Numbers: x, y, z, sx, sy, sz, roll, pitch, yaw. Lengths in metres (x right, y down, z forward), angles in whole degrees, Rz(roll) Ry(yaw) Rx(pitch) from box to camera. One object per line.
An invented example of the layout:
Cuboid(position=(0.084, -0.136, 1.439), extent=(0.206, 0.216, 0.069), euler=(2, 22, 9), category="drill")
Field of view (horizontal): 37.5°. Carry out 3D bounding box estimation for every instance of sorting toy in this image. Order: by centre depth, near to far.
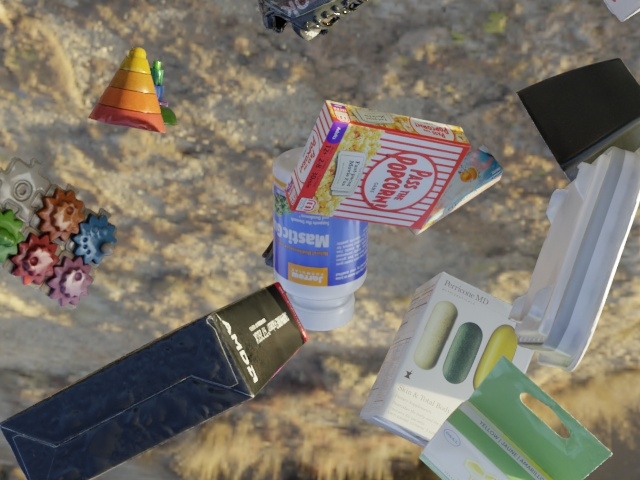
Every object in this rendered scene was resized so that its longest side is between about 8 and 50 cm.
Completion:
Cuboid(position=(-0.299, -0.261, 1.585), extent=(0.127, 0.126, 0.365), euler=(10, -170, -5), category="sorting toy")

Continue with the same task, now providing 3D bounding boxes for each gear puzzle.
Cuboid(position=(-0.446, -0.030, 1.445), extent=(0.044, 0.175, 0.339), euler=(14, 161, 39), category="gear puzzle")

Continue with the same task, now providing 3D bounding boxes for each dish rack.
Cuboid(position=(0.319, 0.021, 1.216), extent=(0.072, 0.285, 0.333), euler=(19, 176, 7), category="dish rack")

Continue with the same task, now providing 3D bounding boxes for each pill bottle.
Cuboid(position=(0.000, 0.000, 1.488), extent=(0.152, 0.152, 0.271), euler=(4, 115, 7), category="pill bottle")

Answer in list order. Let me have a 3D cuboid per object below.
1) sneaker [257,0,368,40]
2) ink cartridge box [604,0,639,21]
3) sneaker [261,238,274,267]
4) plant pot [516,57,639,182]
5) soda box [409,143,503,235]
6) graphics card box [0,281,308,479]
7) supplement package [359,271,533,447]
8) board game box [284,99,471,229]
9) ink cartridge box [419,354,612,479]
Cuboid(position=(0.016, -0.387, 1.495), extent=(0.276, 0.135, 0.098), euler=(0, -176, 26), category="sneaker")
Cuboid(position=(0.468, -0.511, 1.337), extent=(0.166, 0.285, 0.395), euler=(-33, 180, 1), category="ink cartridge box")
Cuboid(position=(-0.024, 0.056, 1.730), extent=(0.130, 0.087, 0.227), euler=(-4, 118, 34), category="sneaker")
Cuboid(position=(0.452, -0.175, 1.505), extent=(0.167, 0.188, 0.187), euler=(-32, 139, 18), category="plant pot")
Cuboid(position=(0.220, -0.085, 1.610), extent=(0.183, 0.058, 0.063), euler=(-34, 166, -4), category="soda box")
Cuboid(position=(-0.153, 0.145, 1.015), extent=(0.233, 0.094, 0.371), euler=(-27, 178, 6), category="graphics card box")
Cuboid(position=(0.221, 0.224, 1.617), extent=(0.199, 0.262, 0.198), euler=(26, 167, -1), category="supplement package")
Cuboid(position=(0.071, -0.091, 1.189), extent=(0.194, 0.045, 0.146), euler=(7, 131, -24), category="board game box")
Cuboid(position=(0.231, 0.266, 1.161), extent=(0.171, 0.056, 0.235), euler=(43, 147, 16), category="ink cartridge box")
